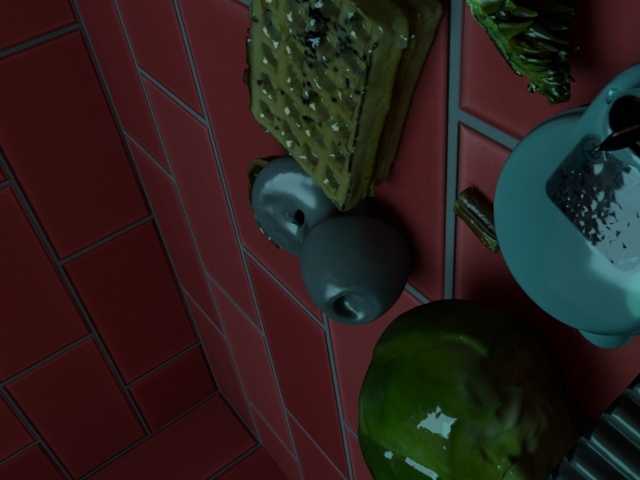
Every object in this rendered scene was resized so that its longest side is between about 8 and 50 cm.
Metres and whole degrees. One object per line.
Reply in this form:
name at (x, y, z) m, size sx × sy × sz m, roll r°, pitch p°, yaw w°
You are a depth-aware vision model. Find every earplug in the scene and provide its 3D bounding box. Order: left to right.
earplug at (0.010, -0.004, 1.125) m, size 0.325 × 0.175 × 0.214 m, roll 48°, pitch 140°, yaw 25°

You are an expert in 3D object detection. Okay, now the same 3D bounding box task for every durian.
durian at (0.110, -0.285, 0.600) m, size 0.394 × 0.163 × 0.198 m, roll 55°, pitch 161°, yaw -7°

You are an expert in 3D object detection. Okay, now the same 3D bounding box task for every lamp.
lamp at (0.261, -0.034, 0.589) m, size 0.209 × 0.147 × 0.284 m, roll 52°, pitch 161°, yaw 22°

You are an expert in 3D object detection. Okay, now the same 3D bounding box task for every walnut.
walnut at (-0.060, -0.081, 1.301) m, size 0.167 × 0.087 × 0.211 m, roll 35°, pitch 144°, yaw 32°

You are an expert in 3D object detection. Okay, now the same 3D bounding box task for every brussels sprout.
brussels sprout at (0.213, 0.256, 0.925) m, size 0.371 × 0.276 × 0.315 m, roll 55°, pitch 146°, yaw -7°

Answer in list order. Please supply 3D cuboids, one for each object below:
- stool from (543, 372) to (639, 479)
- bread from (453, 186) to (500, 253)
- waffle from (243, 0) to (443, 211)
stool at (0.376, 0.223, 0.508) m, size 0.330 × 0.297 × 0.297 m, roll 42°, pitch 153°, yaw 27°
bread at (0.206, -0.024, 0.873) m, size 0.083 × 0.036 × 0.047 m, roll 51°, pitch 160°, yaw 24°
waffle at (0.012, -0.231, 0.919) m, size 0.261 × 0.114 × 0.376 m, roll 52°, pitch 157°, yaw 20°
